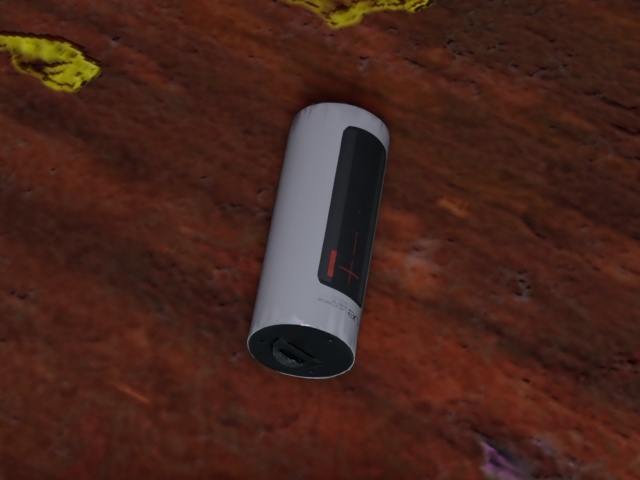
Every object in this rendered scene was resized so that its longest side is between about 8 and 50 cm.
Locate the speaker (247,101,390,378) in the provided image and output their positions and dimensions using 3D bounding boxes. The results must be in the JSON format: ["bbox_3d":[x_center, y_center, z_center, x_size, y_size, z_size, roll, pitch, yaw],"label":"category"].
[{"bbox_3d":[0.000,0.000,0.956,0.055,0.055,0.136,8,58,5],"label":"speaker"}]
